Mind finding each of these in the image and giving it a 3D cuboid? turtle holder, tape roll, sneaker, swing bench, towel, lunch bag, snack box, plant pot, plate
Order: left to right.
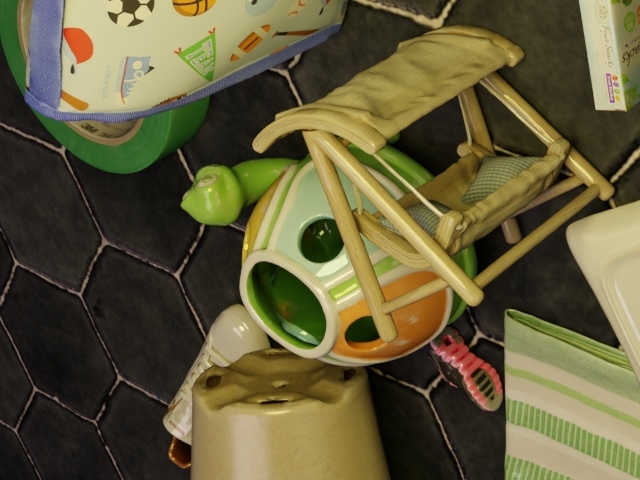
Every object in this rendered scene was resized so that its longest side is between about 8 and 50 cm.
[{"bbox_3d":[-0.281,-0.246,2.001,0.321,0.077,0.321,25,131,33],"label":"tape roll"},{"bbox_3d":[-0.138,-0.320,1.562,0.239,0.385,0.328,37,138,22],"label":"lunch bag"},{"bbox_3d":[-0.146,0.215,2.147,0.106,0.123,0.290,38,136,24],"label":"sneaker"},{"bbox_3d":[-0.040,0.312,1.982,0.334,0.334,0.305,9,112,42],"label":"plant pot"},{"bbox_3d":[0.012,-0.004,1.751,0.320,0.227,0.243,52,141,4],"label":"turtle holder"},{"bbox_3d":[0.116,-0.077,1.576,0.165,0.253,0.254,-29,95,50],"label":"swing bench"},{"bbox_3d":[0.169,0.159,1.853,0.119,0.047,0.057,52,148,17],"label":"sneaker"},{"bbox_3d":[0.309,0.256,1.779,0.248,0.038,0.324,22,130,35],"label":"towel"},{"bbox_3d":[0.283,-0.203,1.440,0.037,0.100,0.141,9,121,41],"label":"snack box"},{"bbox_3d":[0.397,0.077,1.534,0.277,0.045,0.278,-21,99,43],"label":"plate"}]
